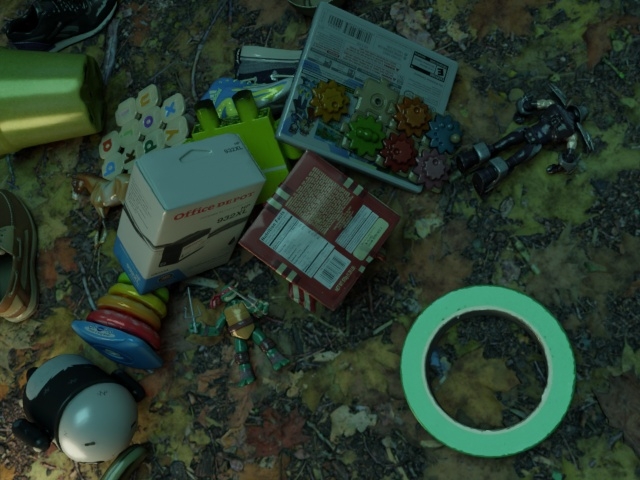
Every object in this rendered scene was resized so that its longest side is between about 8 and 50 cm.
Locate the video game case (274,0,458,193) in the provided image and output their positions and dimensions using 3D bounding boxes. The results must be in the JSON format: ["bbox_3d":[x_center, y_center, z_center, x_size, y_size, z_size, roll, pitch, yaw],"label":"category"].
[{"bbox_3d":[0.101,-0.290,1.571,0.329,0.036,0.299,20,81,-17],"label":"video game case"}]

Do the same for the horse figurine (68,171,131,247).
[{"bbox_3d":[-0.451,-0.085,1.695,0.263,0.066,0.174,-11,80,35],"label":"horse figurine"}]

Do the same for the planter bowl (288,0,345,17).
[{"bbox_3d":[-0.003,-0.570,1.728,0.162,0.109,0.162,-3,74,12],"label":"planter bowl"}]

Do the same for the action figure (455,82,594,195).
[{"bbox_3d":[0.419,-0.201,1.536,0.285,0.099,0.185,-28,64,1],"label":"action figure"}]

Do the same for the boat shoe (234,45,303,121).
[{"bbox_3d":[-0.034,-0.330,1.678,0.341,0.127,0.158,8,89,20],"label":"boat shoe"}]

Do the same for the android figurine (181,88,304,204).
[{"bbox_3d":[-0.159,-0.180,1.596,0.248,0.272,0.056,-13,38,12],"label":"android figurine"}]

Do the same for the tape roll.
[{"bbox_3d":[0.315,0.246,1.448,0.322,0.077,0.321,-4,74,13],"label":"tape roll"}]

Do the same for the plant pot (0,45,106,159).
[{"bbox_3d":[-0.642,-0.330,1.759,0.254,0.276,0.275,-4,74,1],"label":"plant pot"}]

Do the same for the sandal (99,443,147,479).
[{"bbox_3d":[-0.437,0.552,1.534,0.086,0.120,0.302,35,85,6],"label":"sandal"}]

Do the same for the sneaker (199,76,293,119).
[{"bbox_3d":[-0.161,-0.309,1.611,0.240,0.091,0.126,-26,76,13],"label":"sneaker"}]

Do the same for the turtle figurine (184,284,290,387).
[{"bbox_3d":[-0.164,0.171,1.565,0.175,0.118,0.234,-30,85,20],"label":"turtle figurine"}]

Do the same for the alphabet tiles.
[{"bbox_3d":[-0.396,-0.205,1.730,0.278,0.021,0.284,-23,70,29],"label":"alphabet tiles"}]

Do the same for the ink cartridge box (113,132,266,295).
[{"bbox_3d":[-0.265,-0.049,1.512,0.223,0.307,0.129,-21,67,-33],"label":"ink cartridge box"}]

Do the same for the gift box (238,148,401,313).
[{"bbox_3d":[0.000,0.000,1.501,0.276,0.258,0.255,41,88,-4],"label":"gift box"}]

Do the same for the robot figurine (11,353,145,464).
[{"bbox_3d":[-0.490,0.339,1.551,0.278,0.173,0.209,21,73,40],"label":"robot figurine"}]

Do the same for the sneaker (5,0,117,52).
[{"bbox_3d":[-0.633,-0.549,1.869,0.283,0.124,0.107,-33,71,3],"label":"sneaker"}]

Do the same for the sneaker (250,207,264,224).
[{"bbox_3d":[-0.091,-0.063,1.643,0.144,0.053,0.059,-41,68,-1],"label":"sneaker"}]

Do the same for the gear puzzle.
[{"bbox_3d":[0.135,-0.237,1.536,0.339,0.044,0.175,24,81,-16],"label":"gear puzzle"}]

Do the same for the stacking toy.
[{"bbox_3d":[-0.379,0.107,1.634,0.175,0.165,0.301,13,64,18],"label":"stacking toy"}]

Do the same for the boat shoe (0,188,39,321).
[{"bbox_3d":[-0.722,0.022,1.741,0.123,0.116,0.324,-21,71,7],"label":"boat shoe"}]
